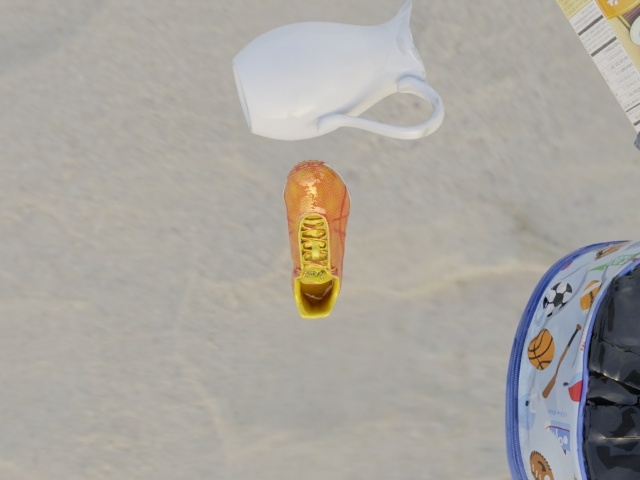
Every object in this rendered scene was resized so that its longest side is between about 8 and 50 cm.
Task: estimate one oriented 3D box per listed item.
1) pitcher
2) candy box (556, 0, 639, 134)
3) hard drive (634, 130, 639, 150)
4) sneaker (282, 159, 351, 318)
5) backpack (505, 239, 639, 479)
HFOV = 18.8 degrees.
[{"bbox_3d":[0.020,-0.164,2.090,0.207,0.125,0.178,-15,51,-5],"label":"pitcher"},{"bbox_3d":[0.331,-0.263,1.908,0.183,0.087,0.316,-31,87,-16],"label":"candy box"},{"bbox_3d":[0.265,-0.040,0.778,0.254,0.054,0.172,39,111,34],"label":"hard drive"},{"bbox_3d":[0.000,0.000,1.775,0.064,0.175,0.067,-5,42,2],"label":"sneaker"},{"bbox_3d":[0.260,0.109,1.373,0.213,0.263,0.276,-8,75,56],"label":"backpack"}]
